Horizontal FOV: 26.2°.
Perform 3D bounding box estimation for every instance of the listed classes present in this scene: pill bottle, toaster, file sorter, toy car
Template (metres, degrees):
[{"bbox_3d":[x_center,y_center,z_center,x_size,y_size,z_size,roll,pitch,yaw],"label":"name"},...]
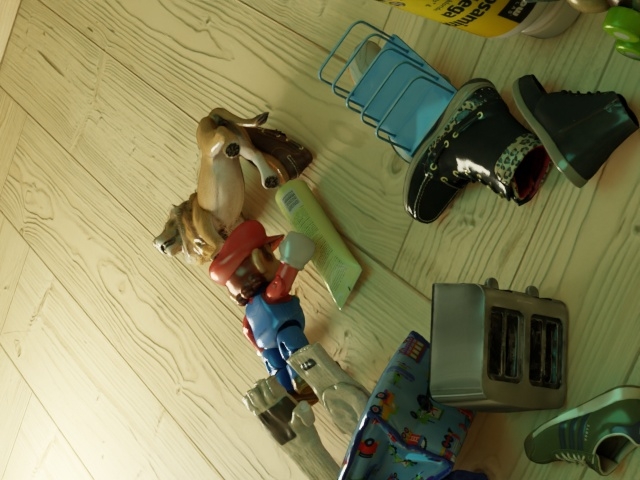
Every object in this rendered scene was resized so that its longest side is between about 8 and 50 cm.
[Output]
[{"bbox_3d":[0.198,-0.379,1.844,0.188,0.334,0.187,-19,65,51],"label":"pill bottle"},{"bbox_3d":[0.228,0.147,1.800,0.110,0.168,0.185,-11,72,51],"label":"toaster"},{"bbox_3d":[0.095,-0.227,2.009,0.118,0.104,0.170,-53,50,15],"label":"file sorter"},{"bbox_3d":[0.351,-0.334,1.736,0.188,0.149,0.155,21,87,26],"label":"toy car"}]

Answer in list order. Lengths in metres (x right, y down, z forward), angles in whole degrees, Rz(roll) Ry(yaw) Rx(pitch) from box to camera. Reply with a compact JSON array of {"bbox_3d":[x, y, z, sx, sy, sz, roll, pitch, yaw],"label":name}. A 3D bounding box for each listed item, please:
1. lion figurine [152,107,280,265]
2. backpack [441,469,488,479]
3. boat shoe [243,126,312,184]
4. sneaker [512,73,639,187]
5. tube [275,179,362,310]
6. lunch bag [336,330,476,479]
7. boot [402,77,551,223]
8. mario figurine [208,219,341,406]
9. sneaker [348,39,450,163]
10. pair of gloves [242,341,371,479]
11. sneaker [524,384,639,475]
[{"bbox_3d":[-0.176,-0.103,2.404,0.240,0.142,0.392,54,135,47],"label":"lion figurine"},{"bbox_3d":[0.168,0.372,1.880,0.120,0.101,0.098,-42,43,45],"label":"backpack"},{"bbox_3d":[-0.086,-0.160,2.407,0.073,0.073,0.207,-39,41,-13],"label":"boat shoe"},{"bbox_3d":[0.342,-0.172,1.828,0.118,0.083,0.222,-40,40,16],"label":"sneaker"},{"bbox_3d":[0.000,0.000,2.253,0.062,0.070,0.240,-30,52,-2],"label":"tube"},{"bbox_3d":[0.084,0.309,1.903,0.293,0.138,0.221,-58,-3,33],"label":"lunch bag"},{"bbox_3d":[0.218,-0.091,1.953,0.178,0.085,0.236,51,123,44],"label":"boot"},{"bbox_3d":[-0.052,0.106,2.243,0.198,0.170,0.320,-30,69,15],"label":"mario figurine"},{"bbox_3d":[0.140,-0.230,2.102,0.121,0.099,0.262,-48,53,25],"label":"sneaker"},{"bbox_3d":[-0.001,0.267,2.104,0.204,0.042,0.240,47,135,-1],"label":"pair of gloves"},{"bbox_3d":[0.333,0.256,1.713,0.192,0.064,0.086,-38,47,38],"label":"sneaker"}]
